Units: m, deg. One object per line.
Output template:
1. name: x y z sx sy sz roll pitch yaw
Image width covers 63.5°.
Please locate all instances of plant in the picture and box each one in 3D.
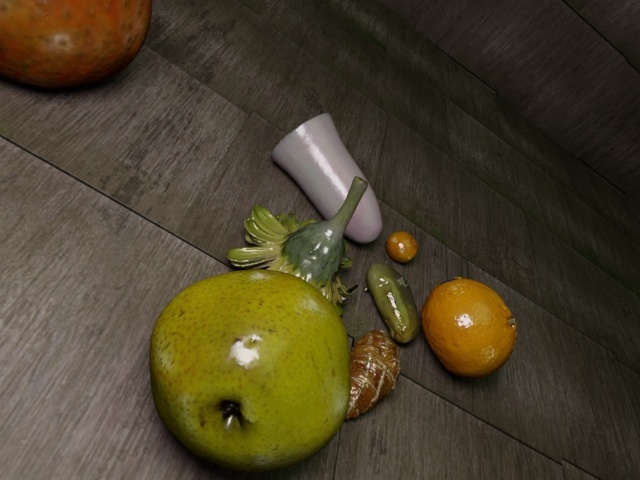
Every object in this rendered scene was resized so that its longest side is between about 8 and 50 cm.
1. plant: 0.004 0.036 0.995 0.261 0.296 0.306 53 8 -42

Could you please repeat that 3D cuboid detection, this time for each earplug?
1. earplug: 0.039 -0.123 1.207 0.301 0.172 0.172 55 39 3

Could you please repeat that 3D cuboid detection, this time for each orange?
1. orange: 0.202 0.015 1.280 0.083 0.070 0.083 29 38 -25
2. orange: 0.319 0.186 1.119 0.219 0.192 0.220 -13 90 -79

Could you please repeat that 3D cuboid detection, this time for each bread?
1. bread: 0.100 0.244 0.975 0.105 0.076 0.233 41 39 0

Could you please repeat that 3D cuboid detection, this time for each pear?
1. pear: -0.093 0.173 0.712 0.294 0.294 0.294 24 42 -24

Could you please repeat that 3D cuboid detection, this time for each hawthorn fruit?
1. hawthorn fruit: -0.472 -0.483 0.889 0.402 0.403 0.403 24 42 -24

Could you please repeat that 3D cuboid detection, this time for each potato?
1. potato: 0.163 0.134 1.126 0.105 0.085 0.188 5 56 -36
